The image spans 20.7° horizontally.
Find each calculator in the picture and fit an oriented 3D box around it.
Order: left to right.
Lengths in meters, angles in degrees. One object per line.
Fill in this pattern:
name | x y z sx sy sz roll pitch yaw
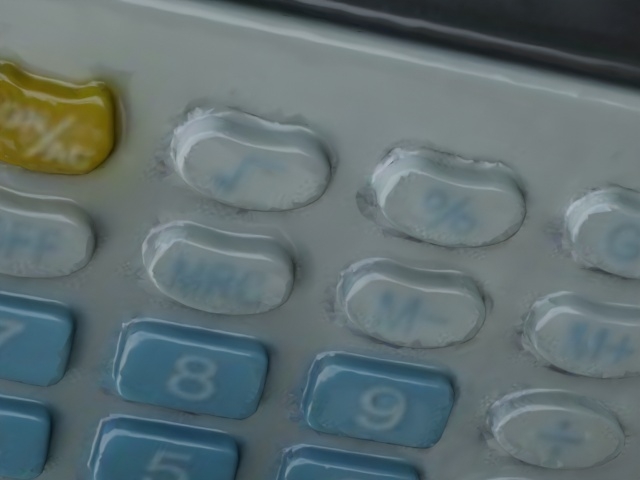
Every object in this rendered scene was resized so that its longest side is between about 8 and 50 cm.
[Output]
calculator | 0.000 0.000 0.444 0.054 0.256 0.386 -102 25 -61
